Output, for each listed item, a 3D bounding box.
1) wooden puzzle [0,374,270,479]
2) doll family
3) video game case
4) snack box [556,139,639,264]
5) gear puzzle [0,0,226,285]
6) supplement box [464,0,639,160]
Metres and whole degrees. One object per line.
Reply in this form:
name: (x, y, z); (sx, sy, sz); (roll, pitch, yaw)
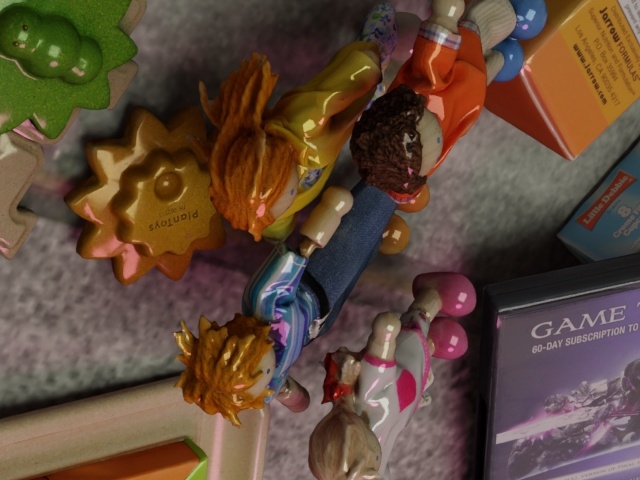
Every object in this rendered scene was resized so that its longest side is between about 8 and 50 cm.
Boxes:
wooden puzzle: (-0.138, 0.181, 0.771); (0.239, 0.044, 0.221); (-8, 119, -30)
doll family: (0.000, 0.000, 0.704); (0.163, 0.118, 0.263); (-47, 151, -49)
video game case: (0.181, 0.115, 0.908); (0.196, 0.026, 0.274); (-11, 129, -12)
snack box: (0.298, -0.061, 0.921); (0.322, 0.060, 0.187); (-48, 129, -3)
gear puzzle: (-0.156, -0.056, 0.626); (0.339, 0.044, 0.175); (31, 95, -41)
supplement box: (0.169, -0.150, 0.774); (0.233, 0.078, 0.080); (-44, 131, -5)
